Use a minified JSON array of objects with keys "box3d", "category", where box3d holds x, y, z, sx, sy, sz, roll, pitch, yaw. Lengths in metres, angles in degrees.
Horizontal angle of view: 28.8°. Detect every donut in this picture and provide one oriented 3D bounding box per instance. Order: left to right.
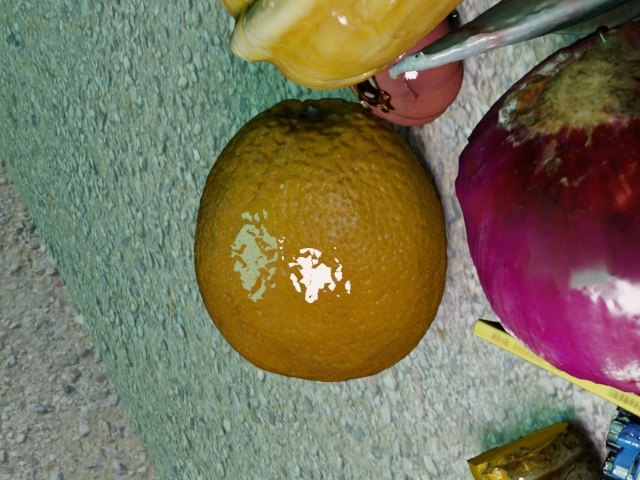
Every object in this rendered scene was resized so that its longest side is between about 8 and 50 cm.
[{"box3d":[0.091,-0.313,1.129,0.198,0.449,0.449,48,151,-6],"category":"donut"}]

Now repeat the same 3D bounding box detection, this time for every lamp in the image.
[{"box3d":[0.096,-0.224,1.462,0.182,0.140,0.182,49,162,22],"category":"lamp"}]

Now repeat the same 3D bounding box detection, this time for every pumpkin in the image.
[{"box3d":[0.267,0.299,1.507,0.131,0.126,0.248,60,169,2],"category":"pumpkin"}]

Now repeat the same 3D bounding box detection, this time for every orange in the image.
[{"box3d":[0.000,0.000,1.574,0.322,0.322,0.356,26,123,51],"category":"orange"}]

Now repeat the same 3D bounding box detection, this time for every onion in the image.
[{"box3d":[0.312,0.001,1.086,0.348,0.347,0.385,24,158,52],"category":"onion"}]

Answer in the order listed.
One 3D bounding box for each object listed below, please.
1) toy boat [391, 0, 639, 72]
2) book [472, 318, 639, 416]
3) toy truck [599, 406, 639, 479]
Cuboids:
[{"box3d":[0.198,-0.212,1.136,0.206,0.282,0.096,7,118,60],"category":"toy boat"},{"box3d":[0.351,0.159,1.142,0.374,0.263,0.028,26,100,52],"category":"book"},{"box3d":[0.345,0.260,1.295,0.113,0.126,0.208,21,144,24],"category":"toy truck"}]
